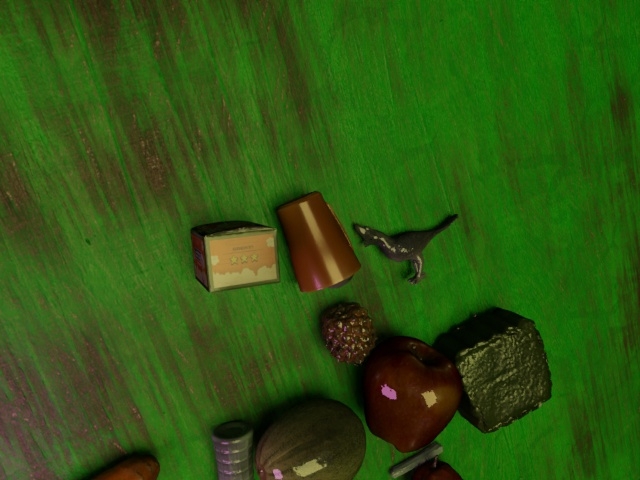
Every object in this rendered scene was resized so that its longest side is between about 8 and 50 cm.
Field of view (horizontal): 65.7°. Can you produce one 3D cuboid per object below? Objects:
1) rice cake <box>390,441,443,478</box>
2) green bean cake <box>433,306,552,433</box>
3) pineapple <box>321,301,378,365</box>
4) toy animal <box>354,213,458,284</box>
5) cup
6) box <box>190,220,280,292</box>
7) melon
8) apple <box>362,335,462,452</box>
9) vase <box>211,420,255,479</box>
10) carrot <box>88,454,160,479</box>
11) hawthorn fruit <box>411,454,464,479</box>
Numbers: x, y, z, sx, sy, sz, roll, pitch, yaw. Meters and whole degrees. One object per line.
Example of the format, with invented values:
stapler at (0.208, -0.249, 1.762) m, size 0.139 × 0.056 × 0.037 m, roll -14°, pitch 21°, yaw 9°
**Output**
rice cake at (0.319, 0.731, 1.648) m, size 0.208 × 0.033 × 0.033 m, roll -20°, pitch 105°, yaw -20°
green bean cake at (0.558, 0.412, 1.631) m, size 0.320 × 0.218 × 0.334 m, roll -21°, pitch 98°, yaw -12°
pineapple at (0.087, 0.280, 1.427) m, size 0.166 × 0.166 × 0.192 m, roll -30°, pitch 108°, yaw -18°
toy animal at (0.284, 0.031, 1.518) m, size 0.368 × 0.081 × 0.205 m, roll -6°, pitch 88°, yaw -23°
cup at (0.000, 0.000, 1.364) m, size 0.226 × 0.183 × 0.263 m, roll -34°, pitch 104°, yaw -52°
box at (-0.217, 0.032, 1.240) m, size 0.178 × 0.195 × 0.148 m, roll -6°, pitch 99°, yaw -22°
melon at (-0.023, 0.569, 1.355) m, size 0.330 × 0.249 × 0.248 m, roll -10°, pitch 101°, yaw -40°
apple at (0.262, 0.444, 1.462) m, size 0.289 × 0.288 × 0.316 m, roll 6°, pitch 107°, yaw -24°
vase at (-0.228, 0.656, 1.347) m, size 0.143 × 0.143 × 0.298 m, roll -7°, pitch 96°, yaw -23°
carrot at (-0.504, 0.617, 1.221) m, size 0.225 × 0.159 × 0.159 m, roll -41°, pitch 110°, yaw -25°
hawthorn fruit at (0.387, 0.825, 1.604) m, size 0.224 × 0.224 × 0.260 m, roll -8°, pitch 80°, yaw -23°
